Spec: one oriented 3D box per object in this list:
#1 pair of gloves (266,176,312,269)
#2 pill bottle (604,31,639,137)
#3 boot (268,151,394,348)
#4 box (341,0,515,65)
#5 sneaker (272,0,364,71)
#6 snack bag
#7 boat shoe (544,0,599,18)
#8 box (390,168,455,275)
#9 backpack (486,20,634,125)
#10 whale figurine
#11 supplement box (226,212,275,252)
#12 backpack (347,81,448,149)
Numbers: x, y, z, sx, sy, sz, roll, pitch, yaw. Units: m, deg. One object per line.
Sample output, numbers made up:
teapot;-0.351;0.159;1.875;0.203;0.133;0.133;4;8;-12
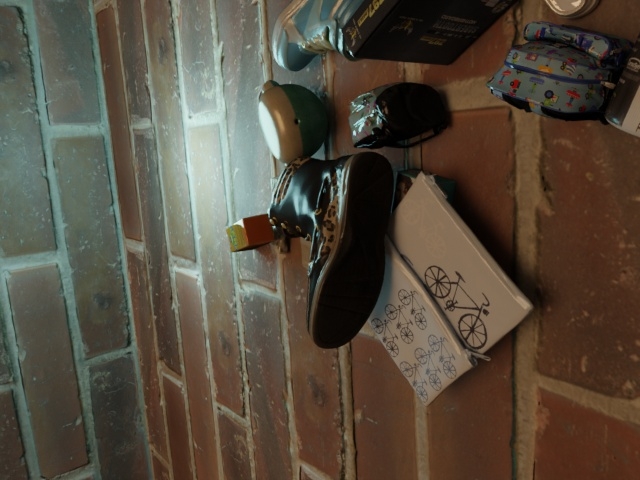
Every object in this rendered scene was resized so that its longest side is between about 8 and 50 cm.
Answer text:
pair of gloves;-0.072;-0.042;1.448;0.240;0.042;0.204;30;122;45
pill bottle;0.443;-0.240;0.658;0.130;0.130;0.245;38;128;40
boot;0.000;0.000;1.151;0.284;0.138;0.377;21;104;57
box;0.175;-0.358;0.886;0.183;0.233;0.059;-38;67;50
sneaker;0.019;-0.415;1.162;0.319;0.127;0.208;-45;63;49
snack bag;0.195;0.097;1.049;0.323;0.037;0.342;57;138;24
boat shoe;0.299;-0.433;0.778;0.098;0.096;0.277;-16;105;48
box;0.187;-0.009;1.107;0.100;0.060;0.244;28;121;45
backpack;0.324;-0.231;0.778;0.158;0.173;0.116;39;128;41
whale figurine;-0.069;-0.275;1.334;0.272;0.141;0.216;-158;49;-74
supplement box;-0.194;-0.016;1.537;0.233;0.080;0.078;161;96;-71
backpack;0.130;-0.234;1.070;0.182;0.152;0.115;174;90;-65
